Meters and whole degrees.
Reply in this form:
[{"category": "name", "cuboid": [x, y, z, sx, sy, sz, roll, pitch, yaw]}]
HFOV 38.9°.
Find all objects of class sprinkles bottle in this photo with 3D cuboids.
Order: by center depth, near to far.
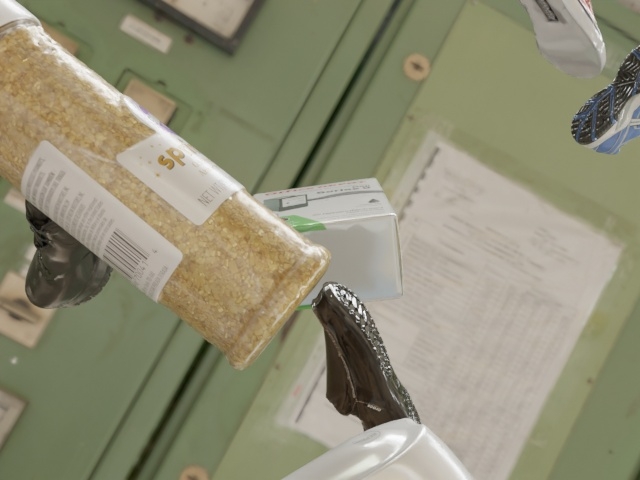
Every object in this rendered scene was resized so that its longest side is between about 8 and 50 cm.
[{"category": "sprinkles bottle", "cuboid": [-0.163, -0.050, 0.720, 0.355, 0.121, 0.121, 38, -7, 2]}]

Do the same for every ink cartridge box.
[{"category": "ink cartridge box", "cuboid": [0.000, 0.000, 1.333, 0.211, 0.122, 0.289, -7, 14, 0]}]

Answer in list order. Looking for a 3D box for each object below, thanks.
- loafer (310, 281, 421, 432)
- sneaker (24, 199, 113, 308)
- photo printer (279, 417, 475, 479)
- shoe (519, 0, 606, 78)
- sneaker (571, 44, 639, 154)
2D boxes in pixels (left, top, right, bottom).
[{"category": "loafer", "cuboid": [0.037, 0.146, 0.941, 0.080, 0.078, 0.220, -88, 153, -70]}, {"category": "sneaker", "cuboid": [-0.284, -0.021, 1.024, 0.130, 0.286, 0.109, -3, 53, -47]}, {"category": "photo printer", "cuboid": [0.011, 0.298, 0.665, 0.256, 0.307, 0.107, 65, -17, -6]}, {"category": "shoe", "cuboid": [0.225, -0.228, 0.825, 0.063, 0.081, 0.178, 12, -21, 43]}, {"category": "sneaker", "cuboid": [0.444, -0.202, 1.249, 0.081, 0.211, 0.080, 26, 32, -38]}]
